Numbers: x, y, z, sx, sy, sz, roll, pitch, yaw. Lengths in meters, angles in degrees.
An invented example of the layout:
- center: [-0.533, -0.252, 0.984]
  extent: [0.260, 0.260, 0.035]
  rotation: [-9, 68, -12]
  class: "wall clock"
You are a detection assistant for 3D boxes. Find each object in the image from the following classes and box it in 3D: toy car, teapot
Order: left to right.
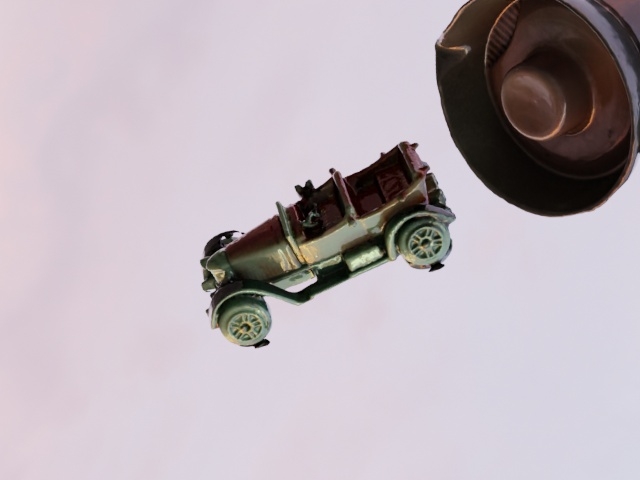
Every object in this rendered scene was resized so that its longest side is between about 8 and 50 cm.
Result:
- center: [0.000, 0.000, 0.808]
  extent: [0.143, 0.054, 0.073]
  rotation: [-23, -145, 4]
  class: "toy car"
- center: [0.300, -0.158, 1.282]
  extent: [0.300, 0.344, 0.253]
  rotation: [35, -43, 30]
  class: "teapot"
